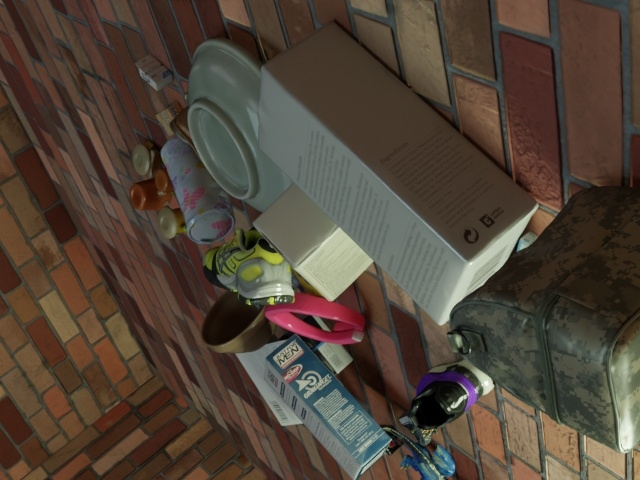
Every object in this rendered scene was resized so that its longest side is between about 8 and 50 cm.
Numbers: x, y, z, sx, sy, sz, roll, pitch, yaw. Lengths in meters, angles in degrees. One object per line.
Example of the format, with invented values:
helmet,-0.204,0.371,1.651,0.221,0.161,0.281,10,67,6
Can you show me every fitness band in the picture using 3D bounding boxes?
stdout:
fitness band,-0.016,0.180,2.176,0.209,0.054,0.291,22,164,-16

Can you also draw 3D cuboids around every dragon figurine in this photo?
dragon figurine,0.265,0.541,2.265,0.289,0.085,0.144,55,157,-7

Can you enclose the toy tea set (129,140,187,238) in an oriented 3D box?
toy tea set,-0.388,-0.123,2.552,0.336,0.124,0.200,40,125,35

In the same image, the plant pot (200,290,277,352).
plant pot,-0.191,0.214,2.489,0.110,0.237,0.237,46,163,-29

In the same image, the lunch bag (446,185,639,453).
lunch bag,0.336,0.071,1.159,0.256,0.305,0.212,24,142,43

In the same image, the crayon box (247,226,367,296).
crayon box,-0.045,0.027,2.104,0.203,0.083,0.323,54,157,-5

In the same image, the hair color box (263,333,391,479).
hair color box,0.012,0.406,2.305,0.347,0.105,0.174,46,159,16

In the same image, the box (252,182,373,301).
box,0.000,0.000,1.761,0.121,0.148,0.311,45,177,19

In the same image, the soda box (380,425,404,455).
soda box,0.154,0.526,2.500,0.060,0.053,0.169,54,158,-4

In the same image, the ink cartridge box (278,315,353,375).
ink cartridge box,-0.030,0.299,2.505,0.165,0.065,0.332,50,158,4

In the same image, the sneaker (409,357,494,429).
sneaker,0.231,0.330,1.936,0.102,0.146,0.293,49,157,8

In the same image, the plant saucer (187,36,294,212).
plant saucer,-0.160,-0.194,1.845,0.400,0.101,0.400,42,152,29

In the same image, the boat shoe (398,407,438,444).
boat shoe,0.241,0.419,2.168,0.083,0.065,0.183,49,164,5

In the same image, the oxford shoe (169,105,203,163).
oxford shoe,-0.245,-0.219,2.150,0.212,0.076,0.076,43,119,-3

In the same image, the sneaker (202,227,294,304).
sneaker,-0.154,0.042,2.100,0.385,0.145,0.147,16,105,61

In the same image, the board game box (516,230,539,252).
board game box,0.347,0.065,1.478,0.103,0.026,0.154,41,155,25

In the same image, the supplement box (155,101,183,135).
supplement box,-0.356,-0.293,2.284,0.062,0.036,0.098,57,157,-12

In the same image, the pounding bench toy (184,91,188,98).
pounding bench toy,-0.247,-0.290,2.035,0.052,0.065,0.083,-102,-10,-59

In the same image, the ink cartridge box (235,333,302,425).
ink cartridge box,-0.076,0.368,2.541,0.239,0.060,0.275,-16,112,39

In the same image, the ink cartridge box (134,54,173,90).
ink cartridge box,-0.384,-0.387,2.182,0.083,0.048,0.028,43,156,24

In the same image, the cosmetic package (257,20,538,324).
cosmetic package,0.104,-0.108,1.510,0.453,0.161,0.230,45,157,17

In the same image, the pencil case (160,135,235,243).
pencil case,-0.285,-0.122,2.176,0.113,0.124,0.273,18,-144,-44
